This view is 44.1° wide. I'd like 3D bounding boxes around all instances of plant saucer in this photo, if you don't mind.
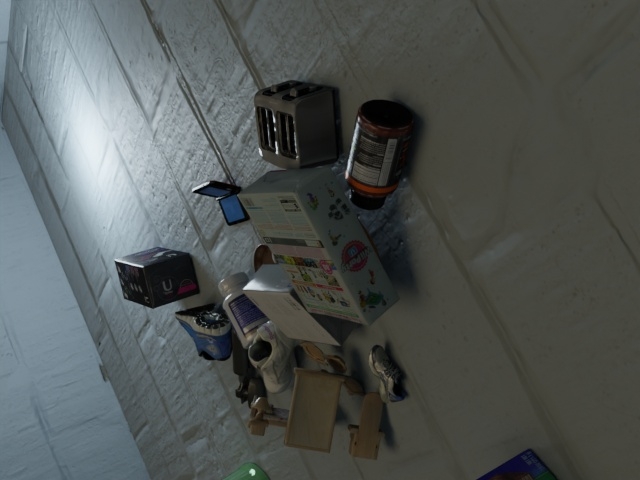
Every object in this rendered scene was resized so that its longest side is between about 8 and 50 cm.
[{"bbox_3d":[-0.115,0.086,2.006,0.168,0.029,0.168,34,134,45],"label":"plant saucer"}]

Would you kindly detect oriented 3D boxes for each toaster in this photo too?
[{"bbox_3d":[-0.048,-0.234,1.648,0.168,0.110,0.185,26,128,51],"label":"toaster"}]

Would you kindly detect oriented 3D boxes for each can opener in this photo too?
[{"bbox_3d":[-0.207,0.356,2.275,0.093,0.074,0.280,7,119,19],"label":"can opener"}]

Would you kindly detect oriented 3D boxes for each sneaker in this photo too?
[{"bbox_3d":[-0.130,0.295,2.024,0.114,0.152,0.305,46,143,32],"label":"sneaker"},{"bbox_3d":[-0.344,0.280,2.342,0.330,0.130,0.147,-160,61,-66],"label":"sneaker"},{"bbox_3d":[0.148,0.283,1.685,0.058,0.052,0.135,-9,106,49],"label":"sneaker"}]

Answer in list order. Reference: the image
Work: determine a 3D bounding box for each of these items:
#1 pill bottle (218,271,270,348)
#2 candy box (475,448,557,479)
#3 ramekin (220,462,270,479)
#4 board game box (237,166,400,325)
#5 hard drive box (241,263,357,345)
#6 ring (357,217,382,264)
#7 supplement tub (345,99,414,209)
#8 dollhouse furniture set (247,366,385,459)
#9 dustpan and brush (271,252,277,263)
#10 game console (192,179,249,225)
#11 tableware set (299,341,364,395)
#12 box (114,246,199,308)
[{"bbox_3d":[-0.195,0.184,2.105,0.186,0.112,0.112,60,147,17],"label":"pill bottle"},{"bbox_3d":[0.307,0.532,1.297,0.268,0.317,0.122,49,143,32],"label":"candy box"},{"bbox_3d":[-0.236,0.877,2.506,0.303,0.148,0.303,34,133,46],"label":"ramekin"},{"bbox_3d":[-0.005,0.010,1.547,0.224,0.097,0.303,6,129,57],"label":"board game box"},{"bbox_3d":[-0.047,0.143,1.797,0.181,0.089,0.232,48,155,-22],"label":"hard drive box"},{"bbox_3d":[0.000,0.000,1.671,0.336,0.032,0.336,38,151,25],"label":"ring"},{"bbox_3d":[0.103,-0.153,1.458,0.106,0.106,0.198,47,142,34],"label":"supplement tub"},{"bbox_3d":[-0.013,0.390,1.925,0.355,0.303,0.174,148,132,-85],"label":"dollhouse furniture set"},{"bbox_3d":[-0.108,-0.004,1.900,0.211,0.060,0.147,-102,-10,-45],"label":"dustpan and brush"},{"bbox_3d":[-0.266,-0.098,2.097,0.144,0.124,0.085,-13,68,59],"label":"game console"},{"bbox_3d":[0.025,0.302,1.841,0.141,0.020,0.168,9,137,43],"label":"tableware set"},{"bbox_3d":[-0.532,0.117,2.548,0.270,0.165,0.143,6,111,57],"label":"box"}]
